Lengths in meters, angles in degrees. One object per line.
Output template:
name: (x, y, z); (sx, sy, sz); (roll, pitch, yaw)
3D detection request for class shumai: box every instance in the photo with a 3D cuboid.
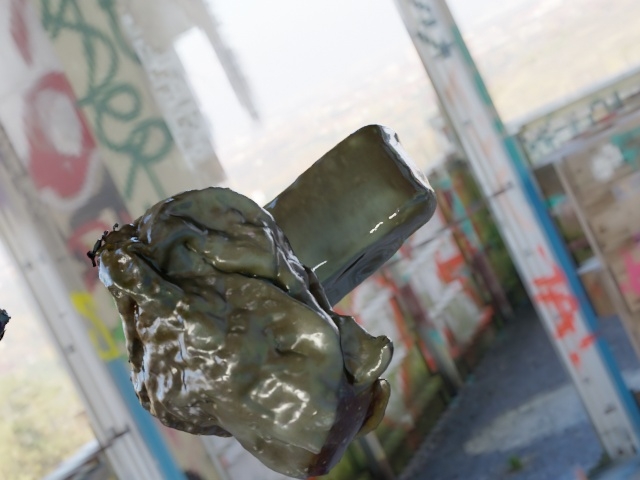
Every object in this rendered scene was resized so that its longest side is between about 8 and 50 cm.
shumai: (-0.036, 0.063, 1.103); (0.185, 0.218, 0.184); (2, 35, 27)

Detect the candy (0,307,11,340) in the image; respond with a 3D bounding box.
candy: (-0.277, 0.131, 0.697); (0.312, 0.088, 0.061); (-51, 24, -7)

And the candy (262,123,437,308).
candy: (0.000, 0.000, 1.376); (0.234, 0.104, 0.102); (-38, -24, 12)
